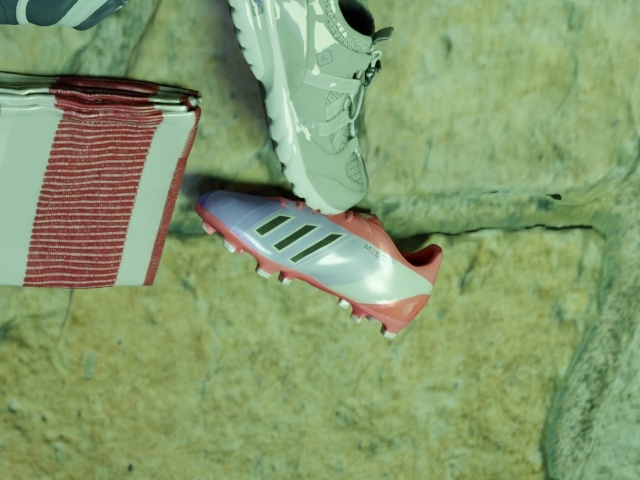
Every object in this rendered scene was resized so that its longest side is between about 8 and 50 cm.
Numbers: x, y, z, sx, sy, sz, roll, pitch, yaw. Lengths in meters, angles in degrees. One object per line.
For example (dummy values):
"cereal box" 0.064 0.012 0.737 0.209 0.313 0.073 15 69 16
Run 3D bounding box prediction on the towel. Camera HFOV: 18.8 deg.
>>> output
"towel" -0.275 -0.041 1.569 0.329 0.037 0.237 2 138 -18

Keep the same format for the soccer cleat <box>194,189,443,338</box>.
"soccer cleat" 0.000 0.000 1.671 0.248 0.083 0.095 29 95 -32

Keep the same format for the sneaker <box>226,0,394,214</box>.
"sneaker" 0.007 -0.126 1.495 0.115 0.105 0.281 -16 139 3

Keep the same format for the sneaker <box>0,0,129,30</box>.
"sneaker" -0.186 -0.248 1.309 0.153 0.099 0.282 7 142 -15
